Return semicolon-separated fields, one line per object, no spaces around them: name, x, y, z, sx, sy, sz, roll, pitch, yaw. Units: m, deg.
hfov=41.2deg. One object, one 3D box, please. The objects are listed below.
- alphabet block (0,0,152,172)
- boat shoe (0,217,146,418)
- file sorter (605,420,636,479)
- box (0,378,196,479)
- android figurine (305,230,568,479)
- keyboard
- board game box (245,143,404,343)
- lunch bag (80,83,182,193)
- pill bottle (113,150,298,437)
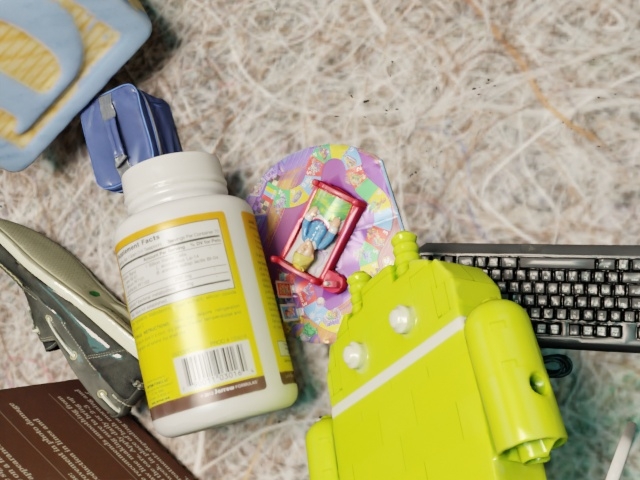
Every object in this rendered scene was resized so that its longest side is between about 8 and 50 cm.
alphabet block;-0.296;-0.212;0.732;0.193;0.192;0.197;-42;54;11
boat shoe;-0.235;0.061;0.762;0.233;0.084;0.079;39;99;18
file sorter;0.275;0.233;0.483;0.278;0.193;0.173;19;89;22
box;-0.251;0.218;0.590;0.191;0.381;0.143;38;99;21
android figurine;0.067;0.125;0.584;0.248;0.056;0.272;-44;45;47
keyboard;0.156;0.056;0.638;0.180;0.023;0.108;1;85;23
board game box;0.000;0.000;0.701;0.133;0.033;0.168;-20;78;19
lunch bag;-0.170;-0.085;0.760;0.067;0.065;0.098;-23;76;18
pill bottle;-0.098;0.042;0.688;0.117;0.117;0.214;-19;78;19
